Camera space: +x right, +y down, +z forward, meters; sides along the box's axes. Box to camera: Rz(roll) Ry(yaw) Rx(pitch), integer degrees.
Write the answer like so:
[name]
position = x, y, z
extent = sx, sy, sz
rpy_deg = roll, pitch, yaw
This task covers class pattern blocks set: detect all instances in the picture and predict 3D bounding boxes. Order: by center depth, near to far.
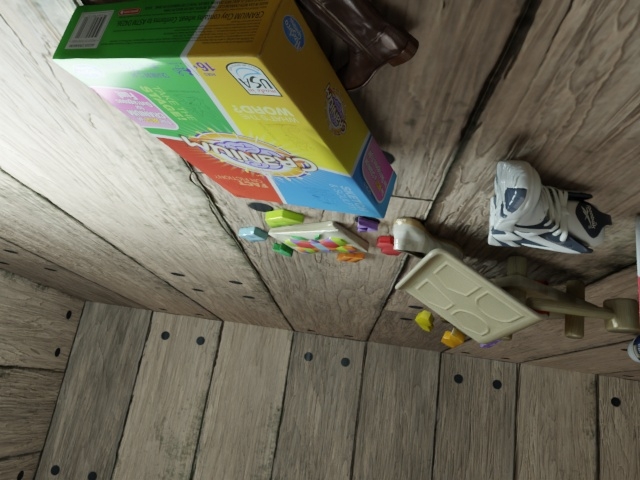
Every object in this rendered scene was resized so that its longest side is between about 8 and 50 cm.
[pattern blocks set]
position = 0.000, 0.000, 1.035
extent = 0.286, 0.026, 0.325
rpy_deg = 24, 158, -39

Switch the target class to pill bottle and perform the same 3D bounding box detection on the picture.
[pill bottle]
position = 0.971, 0.315, 1.444
extent = 0.094, 0.094, 0.169
rpy_deg = 7, 162, 7

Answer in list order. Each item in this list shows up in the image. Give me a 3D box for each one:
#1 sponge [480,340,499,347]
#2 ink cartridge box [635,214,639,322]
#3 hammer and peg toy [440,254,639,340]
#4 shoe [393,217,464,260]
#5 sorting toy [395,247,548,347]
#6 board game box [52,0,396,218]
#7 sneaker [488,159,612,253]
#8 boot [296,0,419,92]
[sponge]
position = 0.470, 0.224, 1.364
extent = 0.031, 0.117, 0.210
rpy_deg = 4, 162, 8
[ink cartridge box]
position = 0.582, 0.057, 0.644
extent = 0.273, 0.196, 0.114
rpy_deg = -8, 158, 44
[hammer and peg toy]
position = 0.436, 0.120, 1.038
extent = 0.266, 0.127, 0.361
rpy_deg = 19, 160, -25
[shoe]
position = 0.203, 0.020, 0.942
extent = 0.077, 0.058, 0.219
rpy_deg = -8, 156, 42
[sorting toy]
position = 0.265, 0.125, 0.979
extent = 0.229, 0.041, 0.307
rpy_deg = 32, 155, 4
[board game box]
position = -0.075, -0.126, 0.546
extent = 0.243, 0.064, 0.316
rpy_deg = 10, 165, 28
[sneaker]
position = 0.305, -0.040, 0.648
extent = 0.153, 0.093, 0.235
rpy_deg = 2, 162, 15
[boot]
position = 0.012, -0.183, 0.435
extent = 0.114, 0.037, 0.106
rpy_deg = 24, 155, -35
